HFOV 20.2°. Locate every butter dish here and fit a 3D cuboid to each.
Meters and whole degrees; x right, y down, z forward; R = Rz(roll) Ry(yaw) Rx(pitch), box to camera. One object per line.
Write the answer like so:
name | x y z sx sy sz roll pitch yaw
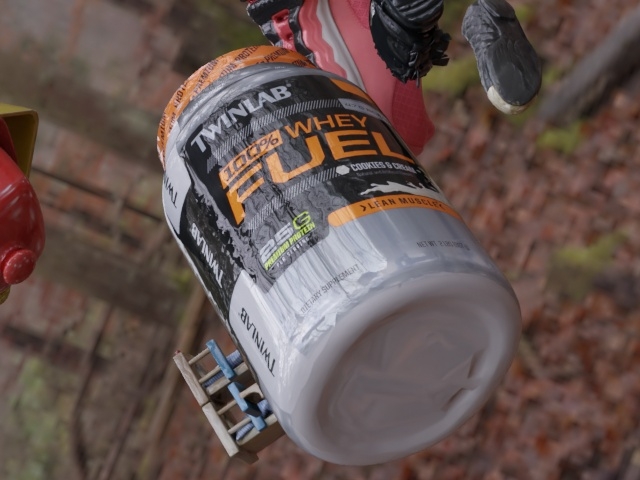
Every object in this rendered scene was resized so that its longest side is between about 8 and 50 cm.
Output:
butter dish | -0.304 -0.002 1.620 0.160 0.118 0.160 -41 -31 -27

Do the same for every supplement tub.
supplement tub | 0.000 0.000 1.359 0.316 0.193 0.193 56 132 43

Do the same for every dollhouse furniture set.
dollhouse furniture set | -0.078 0.122 1.779 0.129 0.129 0.184 -35 -21 6

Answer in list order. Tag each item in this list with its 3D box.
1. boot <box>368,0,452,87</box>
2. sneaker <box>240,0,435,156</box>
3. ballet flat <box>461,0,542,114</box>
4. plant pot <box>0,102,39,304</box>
boot | 0.043 -0.164 1.154 0.045 0.121 0.099 -28 -16 -7
sneaker | 0.017 -0.204 1.616 0.116 0.136 0.314 -9 98 53
ballet flat | 0.160 -0.158 1.594 0.173 0.057 0.049 -95 23 -53
plant pot | -0.436 -0.050 1.799 0.212 0.187 0.212 -13 -60 -56
